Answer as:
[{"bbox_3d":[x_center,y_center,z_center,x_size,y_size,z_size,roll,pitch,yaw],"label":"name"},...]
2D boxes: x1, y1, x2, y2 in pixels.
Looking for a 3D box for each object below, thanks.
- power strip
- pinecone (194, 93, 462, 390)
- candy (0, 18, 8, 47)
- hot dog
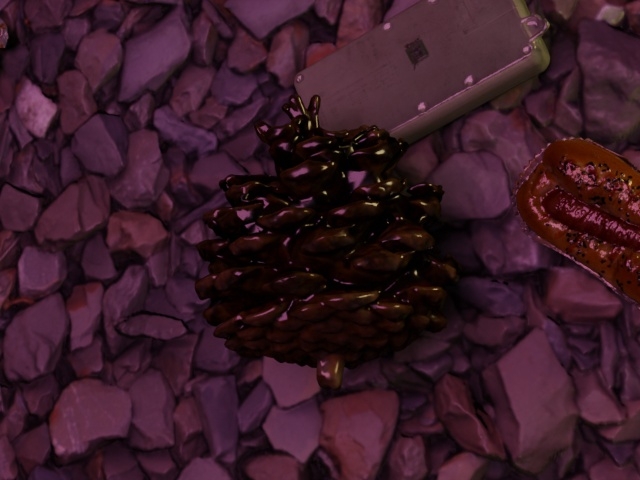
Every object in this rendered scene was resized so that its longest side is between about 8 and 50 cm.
[{"bbox_3d":[0.096,-0.167,1.221,0.270,0.046,0.118,-28,70,21],"label":"power strip"},{"bbox_3d":[0.011,0.004,1.136,0.243,0.243,0.257,17,94,26],"label":"pinecone"},{"bbox_3d":[-0.426,-0.187,1.472,0.182,0.046,0.053,-45,64,8],"label":"candy"},{"bbox_3d":[0.262,-0.017,1.120,0.191,0.059,0.108,36,104,22],"label":"hot dog"}]
